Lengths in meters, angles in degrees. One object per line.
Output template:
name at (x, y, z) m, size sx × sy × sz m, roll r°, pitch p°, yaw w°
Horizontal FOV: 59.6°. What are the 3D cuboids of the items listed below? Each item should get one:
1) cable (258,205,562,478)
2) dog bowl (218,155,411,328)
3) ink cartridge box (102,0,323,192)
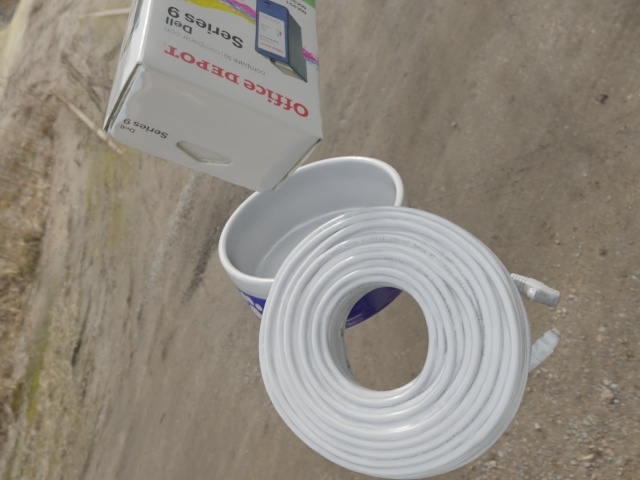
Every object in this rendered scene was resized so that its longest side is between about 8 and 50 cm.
cable at (0.065, 0.096, 0.534) m, size 0.257 × 0.089 × 0.257 m, roll 33°, pitch 93°, yaw 23°
dog bowl at (0.000, 0.000, 0.772) m, size 0.264 × 0.104 × 0.265 m, roll -16°, pitch 36°, yaw 12°
ink cartridge box at (-0.086, -0.167, 0.488) m, size 0.093 × 0.154 × 0.213 m, roll -39°, pitch 43°, yaw 46°
